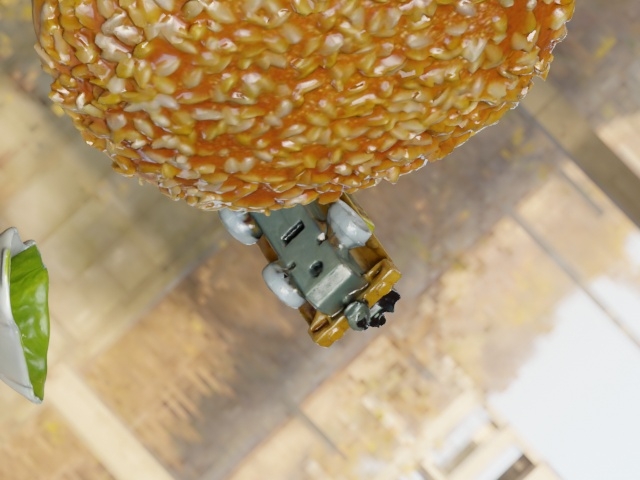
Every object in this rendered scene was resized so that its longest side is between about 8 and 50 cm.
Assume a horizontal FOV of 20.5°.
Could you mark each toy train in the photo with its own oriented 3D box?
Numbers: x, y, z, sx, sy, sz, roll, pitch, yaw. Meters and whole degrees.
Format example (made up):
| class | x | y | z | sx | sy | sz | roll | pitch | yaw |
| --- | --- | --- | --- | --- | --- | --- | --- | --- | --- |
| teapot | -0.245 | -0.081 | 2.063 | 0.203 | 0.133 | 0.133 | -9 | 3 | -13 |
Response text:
| class | x | y | z | sx | sy | sz | roll | pitch | yaw |
| --- | --- | --- | --- | --- | --- | --- | --- | --- | --- |
| toy train | 0.000 | 0.000 | 1.408 | 0.089 | 0.219 | 0.127 | -45 | 141 | 12 |

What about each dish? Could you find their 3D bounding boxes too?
| class | x | y | z | sx | sy | sz | roll | pitch | yaw |
| --- | --- | --- | --- | --- | --- | --- | --- | --- | --- |
| dish | -0.188 | 0.040 | 1.034 | 0.039 | 0.091 | 0.137 | -2 | 156 | 1 |

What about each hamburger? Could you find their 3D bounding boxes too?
| class | x | y | z | sx | sy | sz | roll | pitch | yaw |
| --- | --- | --- | --- | --- | --- | --- | --- | --- | --- |
| hamburger | -0.018 | -0.180 | 1.035 | 0.330 | 0.250 | 0.330 | -11 | 152 | -6 |
